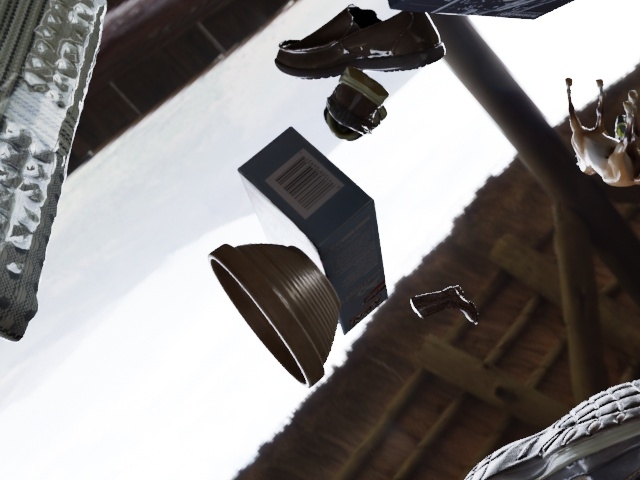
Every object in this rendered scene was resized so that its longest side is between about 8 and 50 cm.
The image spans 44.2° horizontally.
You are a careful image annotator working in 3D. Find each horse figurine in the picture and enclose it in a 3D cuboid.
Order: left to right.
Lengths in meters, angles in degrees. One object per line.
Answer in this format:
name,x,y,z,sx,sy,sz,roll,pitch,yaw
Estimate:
horse figurine,0.446,-0.150,1.206,0.066,0.174,0.263,-17,-154,-9

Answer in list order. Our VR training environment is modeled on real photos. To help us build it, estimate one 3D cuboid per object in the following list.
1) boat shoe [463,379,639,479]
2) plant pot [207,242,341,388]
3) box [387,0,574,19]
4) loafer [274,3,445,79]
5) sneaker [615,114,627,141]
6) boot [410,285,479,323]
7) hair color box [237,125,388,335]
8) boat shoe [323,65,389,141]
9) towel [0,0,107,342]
boat shoe,0.311,0.273,0.913,0.132,0.130,0.355,-30,170,-46
plant pot,-0.049,0.085,1.123,0.110,0.237,0.237,-37,-174,-15
box,0.311,-0.472,1.170,0.343,0.179,0.312,-7,177,-34
loafer,0.067,-0.395,1.532,0.366,0.130,0.134,2,-156,31
sneaker,0.596,-0.216,1.550,0.031,0.083,0.035,2,-113,21
boot,0.245,0.140,1.572,0.114,0.037,0.106,-12,-140,-18
hair color box,0.000,0.000,1.286,0.113,0.185,0.374,-41,155,-12
boat shoe,0.038,-0.163,0.994,0.073,0.080,0.223,-52,180,1
towel,-0.272,-0.136,0.450,0.056,0.312,0.324,-30,-138,29
